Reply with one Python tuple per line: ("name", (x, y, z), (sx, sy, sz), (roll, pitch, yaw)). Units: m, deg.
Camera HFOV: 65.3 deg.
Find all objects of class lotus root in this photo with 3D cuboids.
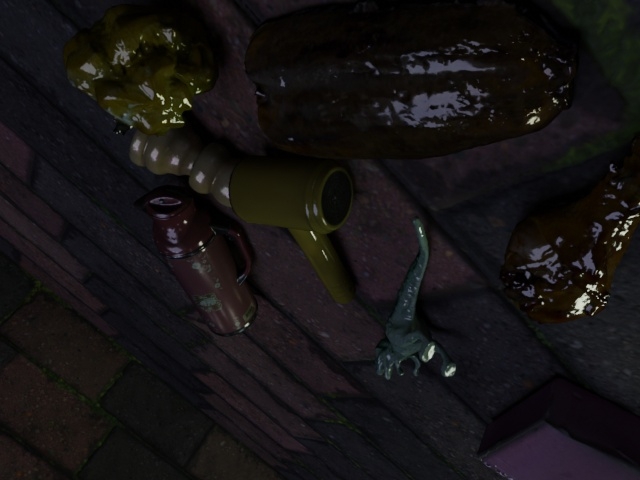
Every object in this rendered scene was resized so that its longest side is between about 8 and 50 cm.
("lotus root", (0.052, -0.127, 0.456), (0.329, 0.078, 0.167), (7, 140, 38))

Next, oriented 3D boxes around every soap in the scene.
("soap", (0.365, 0.313, 0.740), (0.181, 0.081, 0.259), (26, 146, 13))

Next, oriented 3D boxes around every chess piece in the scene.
("chess piece", (-0.165, -0.106, 0.690), (0.170, 0.094, 0.094), (30, 149, -5))

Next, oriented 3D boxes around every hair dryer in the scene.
("hair dryer", (0.000, 0.000, 0.683), (0.134, 0.090, 0.279), (9, 146, 33))

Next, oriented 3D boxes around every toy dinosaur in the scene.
("toy dinosaur", (0.145, 0.124, 0.696), (0.129, 0.076, 0.383), (48, 148, 27))

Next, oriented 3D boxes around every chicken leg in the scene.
("chicken leg", (0.241, -0.012, 0.435), (0.107, 0.087, 0.252), (14, 141, -4))

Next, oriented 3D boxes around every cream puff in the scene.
("cream puff", (-0.192, -0.198, 0.545), (0.156, 0.156, 0.121), (12, 157, 33))

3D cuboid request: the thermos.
("thermos", (-0.200, 0.037, 0.882), (0.136, 0.110, 0.330), (16, 143, 29))
